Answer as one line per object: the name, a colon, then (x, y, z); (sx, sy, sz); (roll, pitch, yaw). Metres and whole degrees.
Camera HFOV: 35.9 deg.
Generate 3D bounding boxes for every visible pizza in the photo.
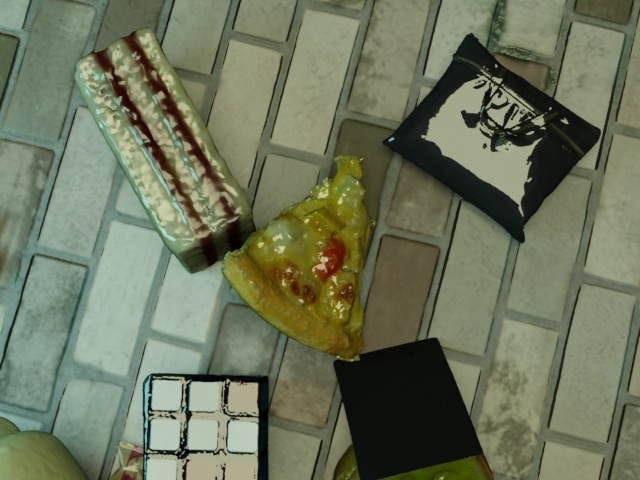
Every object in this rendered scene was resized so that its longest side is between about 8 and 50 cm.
pizza: (0.000, 0.000, 1.382); (0.280, 0.075, 0.287); (29, 74, -33)

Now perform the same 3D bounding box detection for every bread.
bread: (0.125, 0.352, 1.349); (0.236, 0.070, 0.236); (-1, 109, -4)

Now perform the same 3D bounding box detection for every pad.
pad: (0.111, 0.223, 1.337); (0.160, 0.265, 0.009); (-13, 119, 0)

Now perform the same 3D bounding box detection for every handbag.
handbag: (0.254, -0.153, 1.449); (0.254, 0.089, 0.211); (36, 90, 4)

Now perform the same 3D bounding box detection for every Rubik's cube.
Rubik's cube: (-0.154, 0.264, 1.358); (0.163, 0.160, 0.162); (2, 83, 1)

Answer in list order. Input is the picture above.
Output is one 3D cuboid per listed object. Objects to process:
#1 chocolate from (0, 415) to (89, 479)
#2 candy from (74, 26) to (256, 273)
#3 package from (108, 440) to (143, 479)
chocolate: (-0.434, 0.392, 1.262); (0.314, 0.326, 0.297); (-35, 88, 6)
candy: (-0.215, -0.119, 1.403); (0.135, 0.179, 0.320); (-27, 83, -5)
package: (-0.274, 0.333, 1.417); (0.059, 0.029, 0.083); (19, 93, -4)
